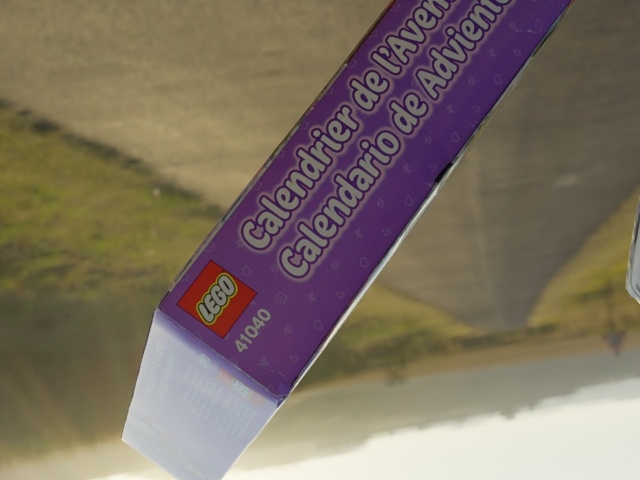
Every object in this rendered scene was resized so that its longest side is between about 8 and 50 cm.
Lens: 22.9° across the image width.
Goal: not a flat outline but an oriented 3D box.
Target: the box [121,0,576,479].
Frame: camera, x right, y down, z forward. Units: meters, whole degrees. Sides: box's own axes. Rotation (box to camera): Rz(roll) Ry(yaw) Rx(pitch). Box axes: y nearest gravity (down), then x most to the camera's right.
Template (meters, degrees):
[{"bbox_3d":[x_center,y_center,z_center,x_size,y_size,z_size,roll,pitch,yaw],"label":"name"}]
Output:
[{"bbox_3d":[0.000,0.000,0.679,0.201,0.057,0.293,-54,178,-18],"label":"box"}]

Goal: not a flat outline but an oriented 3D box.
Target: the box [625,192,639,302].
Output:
[{"bbox_3d":[0.360,0.002,0.996,0.290,0.169,0.087,-20,137,-17],"label":"box"}]
